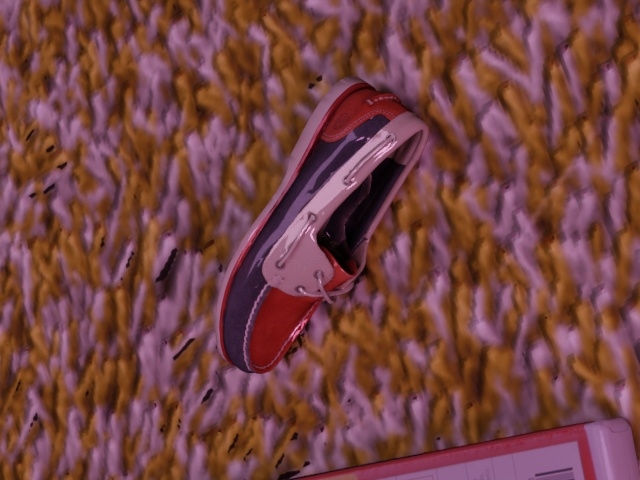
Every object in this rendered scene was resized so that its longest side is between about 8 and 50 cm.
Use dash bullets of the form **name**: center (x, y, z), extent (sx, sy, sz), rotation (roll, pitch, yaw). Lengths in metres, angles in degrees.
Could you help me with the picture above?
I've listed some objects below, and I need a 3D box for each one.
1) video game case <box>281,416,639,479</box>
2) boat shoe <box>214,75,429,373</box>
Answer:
- **video game case**: center (0.020, 0.196, 0.806), extent (0.285, 0.025, 0.204), rotation (-16, 80, 36)
- **boat shoe**: center (0.000, 0.000, 0.812), extent (0.043, 0.049, 0.137), rotation (35, 105, 31)
